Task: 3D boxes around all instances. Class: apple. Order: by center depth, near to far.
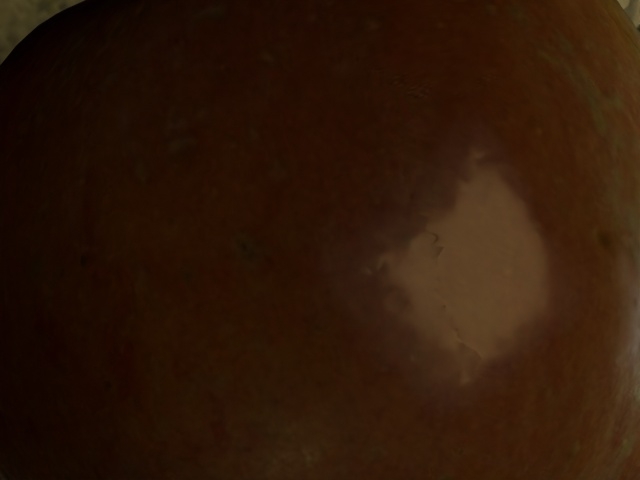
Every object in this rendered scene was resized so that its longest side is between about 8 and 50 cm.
[{"bbox_3d":[0.000,0.000,0.494,0.253,0.253,0.253,9,75,-36],"label":"apple"}]

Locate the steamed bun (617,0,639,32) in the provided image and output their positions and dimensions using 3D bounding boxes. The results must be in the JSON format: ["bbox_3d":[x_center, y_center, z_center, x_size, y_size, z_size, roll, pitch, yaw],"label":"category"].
[{"bbox_3d":[0.072,-0.134,0.642,0.183,0.106,0.183,1,87,-13],"label":"steamed bun"}]
